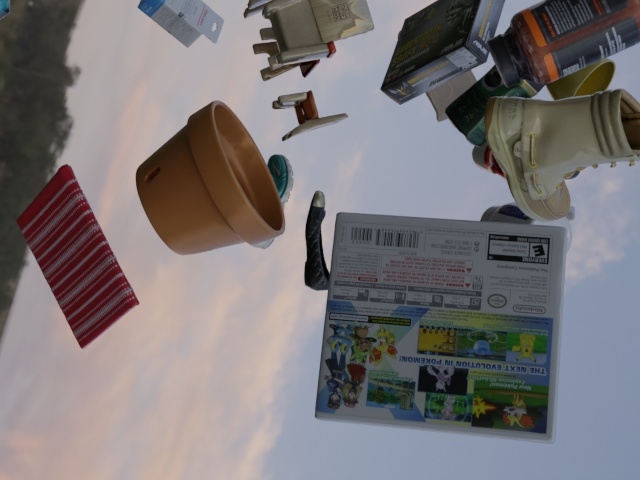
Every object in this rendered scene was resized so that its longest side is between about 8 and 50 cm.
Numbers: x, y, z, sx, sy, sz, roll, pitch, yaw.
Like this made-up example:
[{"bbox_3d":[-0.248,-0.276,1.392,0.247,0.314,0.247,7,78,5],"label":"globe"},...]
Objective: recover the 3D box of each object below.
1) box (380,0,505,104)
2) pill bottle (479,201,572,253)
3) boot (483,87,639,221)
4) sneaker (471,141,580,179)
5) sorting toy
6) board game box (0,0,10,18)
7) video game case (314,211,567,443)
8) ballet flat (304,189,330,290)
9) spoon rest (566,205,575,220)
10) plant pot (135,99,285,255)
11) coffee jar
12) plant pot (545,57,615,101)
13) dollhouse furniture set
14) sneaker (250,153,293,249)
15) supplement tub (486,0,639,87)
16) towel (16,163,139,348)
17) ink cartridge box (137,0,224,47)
[{"bbox_3d":[0.223,-0.365,1.858,0.231,0.056,0.183,-19,-136,50],"label":"box"},{"bbox_3d":[0.401,-0.018,2.035,0.187,0.112,0.112,23,-86,64],"label":"pill bottle"},{"bbox_3d":[0.365,-0.116,1.438,0.203,0.262,0.095,-3,-126,32],"label":"boot"},{"bbox_3d":[0.360,-0.167,1.989,0.270,0.145,0.090,16,-77,51],"label":"sneaker"},{"bbox_3d":[0.255,-0.366,2.189,0.038,0.193,0.208,-23,-87,43],"label":"sorting toy"},{"bbox_3d":[-0.527,-0.320,1.482,0.186,0.026,0.126,-46,179,-26],"label":"board game box"},{"bbox_3d":[0.169,0.117,1.431,0.036,0.329,0.300,56,39,-74],"label":"video game case"},{"bbox_3d":[0.000,0.000,1.693,0.057,0.049,0.173,-63,155,-69],"label":"ballet flat"},{"bbox_3d":[0.476,-0.172,2.082,0.137,0.084,0.276,-66,152,-61],"label":"spoon rest"},{"bbox_3d":[-0.223,-0.100,2.003,0.203,0.291,0.291,-26,-140,12],"label":"plant pot"},{"bbox_3d":[0.322,-0.264,1.871,0.184,0.079,0.096,-43,-137,16],"label":"coffee jar"},{"bbox_3d":[0.482,-0.312,1.955,0.095,0.134,0.134,44,-63,26],"label":"plant pot"},{"bbox_3d":[-0.018,-0.296,1.498,0.259,0.135,0.262,-175,-112,-81],"label":"dollhouse furniture set"},{"bbox_3d":[-0.146,-0.114,2.688,0.107,0.110,0.275,-28,-137,55],"label":"sneaker"},{"bbox_3d":[0.323,-0.273,1.348,0.198,0.106,0.106,-23,-140,10],"label":"supplement tub"},{"bbox_3d":[-0.416,0.028,1.748,0.199,0.031,0.275,-37,-102,42],"label":"towel"},{"bbox_3d":[-0.309,-0.504,2.278,0.060,0.180,0.104,-34,-150,35],"label":"ink cartridge box"}]
